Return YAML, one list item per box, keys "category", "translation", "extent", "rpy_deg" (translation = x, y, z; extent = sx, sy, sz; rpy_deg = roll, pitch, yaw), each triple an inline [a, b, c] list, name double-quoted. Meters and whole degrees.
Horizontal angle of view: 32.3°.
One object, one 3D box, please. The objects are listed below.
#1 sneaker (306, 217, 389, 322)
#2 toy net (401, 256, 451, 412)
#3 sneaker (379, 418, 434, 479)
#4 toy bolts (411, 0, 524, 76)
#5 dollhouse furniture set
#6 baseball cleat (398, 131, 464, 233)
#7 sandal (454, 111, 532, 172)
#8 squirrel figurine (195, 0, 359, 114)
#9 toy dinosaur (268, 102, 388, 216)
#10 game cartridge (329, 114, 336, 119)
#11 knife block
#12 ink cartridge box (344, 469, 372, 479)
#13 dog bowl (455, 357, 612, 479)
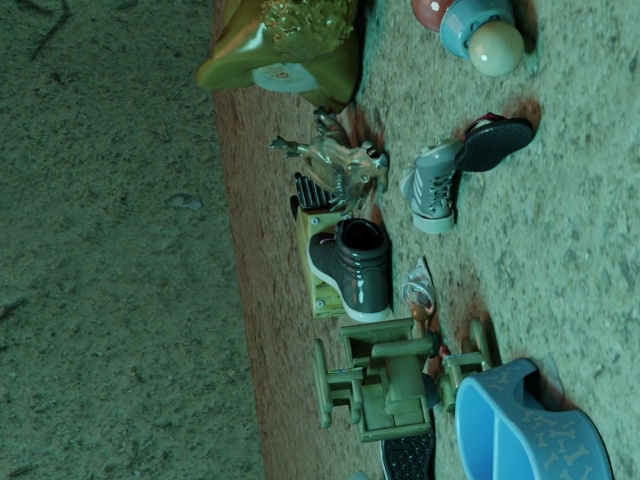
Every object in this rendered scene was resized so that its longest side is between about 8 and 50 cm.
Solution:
- category: "sneaker"
  translation: [0.052, 0.012, 1.929]
  extent: [0.296, 0.104, 0.147]
  rpy_deg: [-127, 35, -59]
- category: "toy net"
  translation: [0.148, 0.138, 1.617]
  extent: [0.122, 0.045, 0.232]
  rpy_deg: [137, 128, -76]
- category: "sneaker"
  translation: [0.126, 0.344, 1.717]
  extent: [0.097, 0.084, 0.235]
  rpy_deg: [-132, 39, -74]
- category: "toy bolts"
  translation: [0.138, -0.274, 1.165]
  extent: [0.228, 0.218, 0.158]
  rpy_deg: [71, 176, -45]
- category: "dollhouse furniture set"
  translation: [0.094, 0.156, 1.466]
  extent: [0.242, 0.212, 0.161]
  rpy_deg: [95, 167, -66]
- category: "baseball cleat"
  translation: [0.160, -0.070, 1.460]
  extent: [0.206, 0.072, 0.109]
  rpy_deg: [122, 128, -79]
- category: "sandal"
  translation: [0.191, -0.117, 1.257]
  extent: [0.179, 0.067, 0.040]
  rpy_deg: [129, 147, -78]
- category: "squirrel figurine"
  translation: [-0.044, -0.465, 1.901]
  extent: [0.397, 0.281, 0.370]
  rpy_deg: [130, 145, -69]
- category: "toy dinosaur"
  translation: [0.032, -0.126, 1.946]
  extent: [0.200, 0.127, 0.296]
  rpy_deg: [47, 180, 8]
- category: "game cartridge"
  translation: [0.019, -0.232, 2.193]
  extent: [0.056, 0.017, 0.083]
  rpy_deg: [102, 160, -44]
- category: "knife block"
  translation: [0.000, 0.000, 2.202]
  extent: [0.242, 0.088, 0.276]
  rpy_deg: [-151, 57, -78]
- category: "ink cartridge box"
  translation: [0.090, 0.481, 1.677]
  extent: [0.219, 0.092, 0.160]
  rpy_deg: [43, 142, 28]
- category: "dog bowl"
  translation: [0.223, 0.240, 1.210]
  extent: [0.297, 0.074, 0.166]
  rpy_deg: [-125, 32, -70]
